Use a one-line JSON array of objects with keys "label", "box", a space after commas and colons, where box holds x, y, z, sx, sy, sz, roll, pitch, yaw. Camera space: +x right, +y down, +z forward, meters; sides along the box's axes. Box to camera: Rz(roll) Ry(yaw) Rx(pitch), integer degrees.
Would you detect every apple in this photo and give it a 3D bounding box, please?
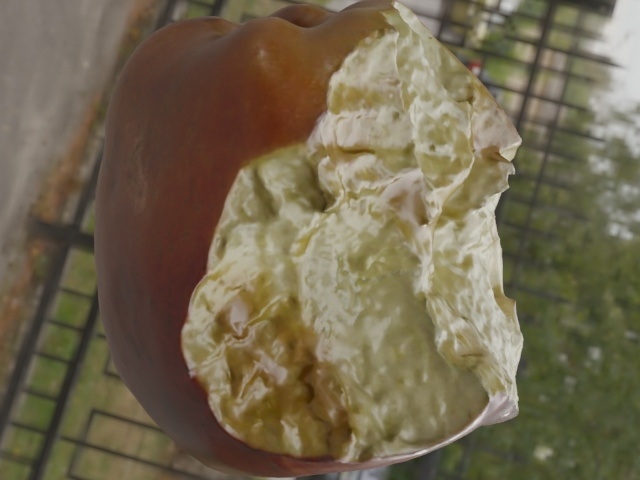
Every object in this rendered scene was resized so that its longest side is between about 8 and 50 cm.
[{"label": "apple", "box": [-0.005, -0.002, 0.551, 0.147, 0.156, 0.158, -16, -92, 54]}]
